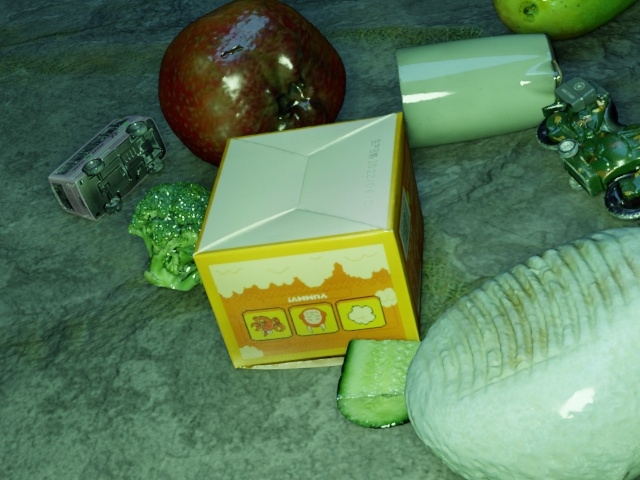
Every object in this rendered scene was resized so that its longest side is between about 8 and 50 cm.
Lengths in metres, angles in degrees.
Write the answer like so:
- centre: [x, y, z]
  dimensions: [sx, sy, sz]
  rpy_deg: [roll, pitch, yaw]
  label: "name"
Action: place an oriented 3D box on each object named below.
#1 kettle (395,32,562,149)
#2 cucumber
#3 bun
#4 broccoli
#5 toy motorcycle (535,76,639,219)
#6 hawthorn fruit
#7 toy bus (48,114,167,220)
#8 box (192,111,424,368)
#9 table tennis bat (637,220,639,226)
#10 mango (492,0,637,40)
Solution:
- centre: [0.255, -0.249, 1.849]
  dimensions: [0.255, 0.165, 0.240]
  rpy_deg: [-10, 7, 6]
  label: "kettle"
- centre: [0.085, 0.174, 1.401]
  dimensions: [0.116, 0.062, 0.115]
  rpy_deg: [2, 40, 10]
  label: "cucumber"
- centre: [0.269, 0.142, 1.221]
  dimensions: [0.362, 0.211, 0.362]
  rpy_deg: [-28, 21, 12]
  label: "bun"
- centre: [-0.194, -0.007, 1.681]
  dimensions: [0.195, 0.156, 0.195]
  rpy_deg: [13, 5, -1]
  label: "broccoli"
- centre: [0.436, -0.146, 1.657]
  dimensions: [0.187, 0.125, 0.275]
  rpy_deg: [-34, 44, -2]
  label: "toy motorcycle"
- centre: [-0.136, -0.250, 1.904]
  dimensions: [0.285, 0.285, 0.369]
  rpy_deg: [-38, 19, -30]
  label: "hawthorn fruit"
- centre: [-0.357, -0.126, 1.935]
  dimensions: [0.108, 0.096, 0.199]
  rpy_deg: [10, 45, 37]
  label: "toy bus"
- centre: [0.000, 0.000, 1.538]
  dimensions: [0.259, 0.214, 0.283]
  rpy_deg: [-8, 35, 13]
  label: "box"
- centre: [0.527, -0.053, 1.542]
  dimensions: [0.220, 0.019, 0.130]
  rpy_deg: [-22, 66, -14]
  label: "table tennis bat"
- centre: [0.461, -0.481, 2.042]
  dimensions: [0.382, 0.201, 0.225]
  rpy_deg: [-33, 29, -28]
  label: "mango"
